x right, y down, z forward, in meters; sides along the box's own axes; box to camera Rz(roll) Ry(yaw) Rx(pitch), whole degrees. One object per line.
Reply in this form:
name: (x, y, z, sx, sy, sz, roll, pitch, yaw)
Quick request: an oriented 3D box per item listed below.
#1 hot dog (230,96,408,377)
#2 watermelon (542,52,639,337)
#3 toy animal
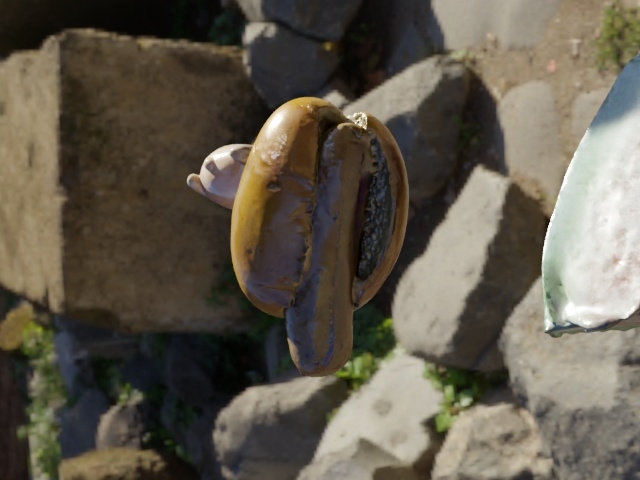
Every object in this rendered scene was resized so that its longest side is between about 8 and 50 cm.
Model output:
hot dog: (-0.002, -0.001, 0.571, 0.060, 0.089, 0.140, -110, 35, -63)
watermelon: (0.288, -0.017, 0.656, 0.232, 0.310, 0.193, 110, 164, -57)
toy animal: (-0.021, -0.014, 0.685, 0.091, 0.114, 0.082, -3, 75, 63)
